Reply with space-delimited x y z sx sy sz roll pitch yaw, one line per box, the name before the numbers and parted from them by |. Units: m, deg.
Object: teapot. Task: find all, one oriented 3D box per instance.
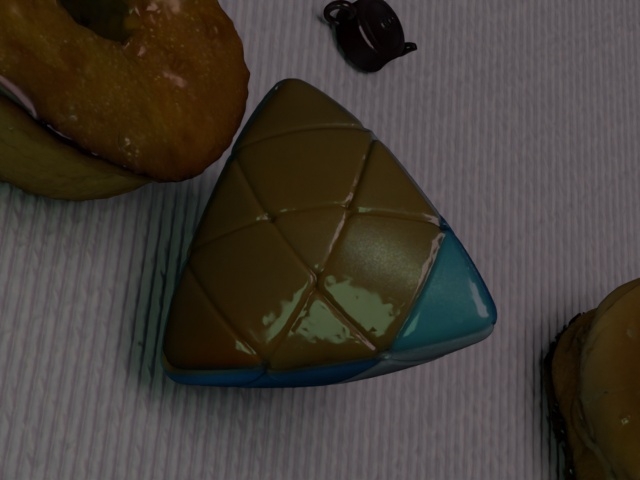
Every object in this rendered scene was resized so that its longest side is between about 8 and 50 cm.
teapot | 0.046 -0.189 1.703 0.100 0.045 0.067 27 48 -37

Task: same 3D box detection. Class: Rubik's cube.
Rubik's cube | 0.000 0.000 1.440 0.254 0.254 0.254 26 51 -37

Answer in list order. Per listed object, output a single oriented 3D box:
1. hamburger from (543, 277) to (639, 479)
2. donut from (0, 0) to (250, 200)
hamburger | 0.343 0.183 1.726 0.284 0.174 0.304 6 57 -33
donut | -0.193 -0.157 1.370 0.303 0.110 0.303 28 47 -35
